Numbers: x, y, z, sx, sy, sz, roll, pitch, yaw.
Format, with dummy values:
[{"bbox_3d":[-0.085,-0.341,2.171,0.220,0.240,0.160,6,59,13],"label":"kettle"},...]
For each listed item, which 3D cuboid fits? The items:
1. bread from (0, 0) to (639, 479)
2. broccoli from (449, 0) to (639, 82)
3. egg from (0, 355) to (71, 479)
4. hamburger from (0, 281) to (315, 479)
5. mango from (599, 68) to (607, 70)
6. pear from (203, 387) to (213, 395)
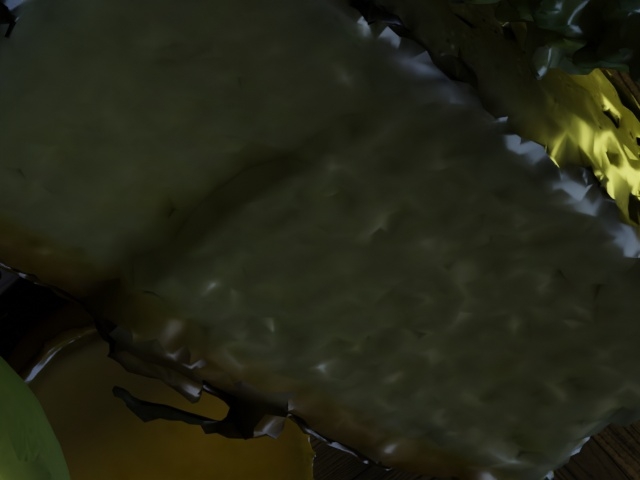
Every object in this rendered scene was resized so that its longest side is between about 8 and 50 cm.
[{"bbox_3d":[0.000,0.000,0.586,0.248,0.315,0.279,-42,172,31],"label":"bread"},{"bbox_3d":[0.122,-0.148,0.409,0.243,0.247,0.263,-6,-113,56],"label":"broccoli"},{"bbox_3d":[-0.185,0.123,0.355,0.282,0.203,0.203,-40,-179,-33],"label":"egg"},{"bbox_3d":[-0.192,0.200,1.633,0.395,0.396,0.277,-41,-159,9],"label":"hamburger"},{"bbox_3d":[0.142,-0.214,1.249,0.146,0.193,0.316,-45,-149,-26],"label":"mango"},{"bbox_3d":[-0.039,-0.001,1.303,0.304,0.304,0.304,-42,-178,2],"label":"pear"}]
